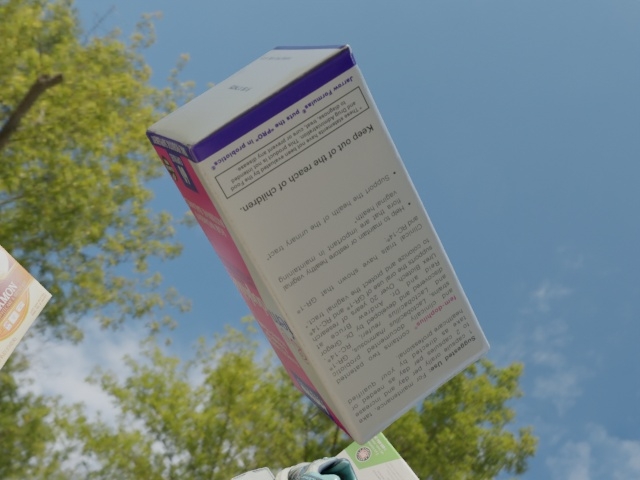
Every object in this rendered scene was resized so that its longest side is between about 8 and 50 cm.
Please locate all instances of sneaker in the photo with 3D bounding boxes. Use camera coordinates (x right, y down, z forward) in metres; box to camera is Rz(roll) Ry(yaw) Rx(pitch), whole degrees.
[{"bbox_3d":[0.004,0.362,1.235,0.122,0.283,0.110,-35,-94,0],"label":"sneaker"}]

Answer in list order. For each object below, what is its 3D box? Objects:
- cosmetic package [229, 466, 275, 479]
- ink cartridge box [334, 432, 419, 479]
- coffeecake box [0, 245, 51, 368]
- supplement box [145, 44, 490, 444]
[{"bbox_3d":[-0.199,0.584,1.668,0.296,0.153,0.129,-45,-111,15],"label":"cosmetic package"},{"bbox_3d":[0.020,0.499,1.433,0.353,0.207,0.119,-37,-61,-5],"label":"ink cartridge box"},{"bbox_3d":[-0.434,0.057,1.034,0.068,0.142,0.185,-26,-64,30],"label":"coffeecake box"},{"bbox_3d":[0.000,0.000,0.555,0.220,0.114,0.111,60,-15,-22],"label":"supplement box"}]
